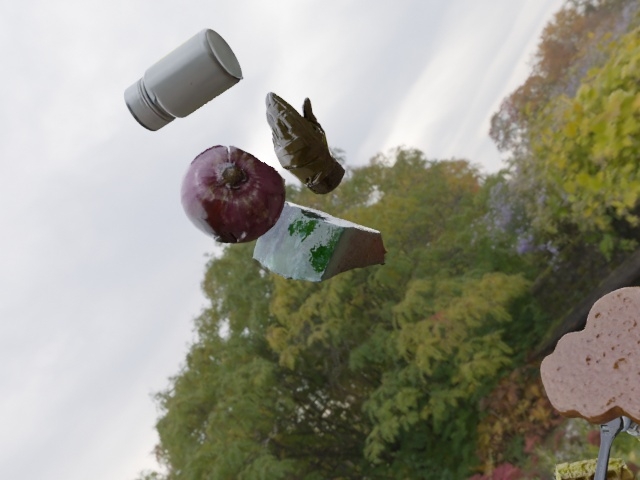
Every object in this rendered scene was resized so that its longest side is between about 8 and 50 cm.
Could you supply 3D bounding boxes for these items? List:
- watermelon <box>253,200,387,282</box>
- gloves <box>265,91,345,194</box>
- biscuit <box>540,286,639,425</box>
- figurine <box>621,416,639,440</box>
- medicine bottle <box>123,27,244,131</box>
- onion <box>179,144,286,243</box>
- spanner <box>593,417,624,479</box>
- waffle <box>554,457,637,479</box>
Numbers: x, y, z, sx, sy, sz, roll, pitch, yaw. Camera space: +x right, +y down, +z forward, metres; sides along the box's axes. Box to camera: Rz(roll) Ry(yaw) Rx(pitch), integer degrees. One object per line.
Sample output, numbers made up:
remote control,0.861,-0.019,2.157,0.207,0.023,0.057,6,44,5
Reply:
watermelon,-0.004,-0.013,1.616,0.302,0.264,0.151,-13,-66,-43
gloves,-0.055,-0.271,1.742,0.154,0.331,0.141,-14,38,35
biscuit,0.465,0.146,0.852,0.334,0.201,0.047,-33,-44,25
figurine,0.695,0.342,1.366,0.209,0.183,0.128,-35,-4,-34
medicine bottle,-0.322,-0.368,1.457,0.258,0.143,0.143,-29,-6,20
onion,-0.185,-0.084,1.273,0.200,0.207,0.200,-43,21,21
spanner,0.524,0.406,1.150,0.046,0.012,0.208,-154,68,-66
waffle,0.734,0.649,1.662,0.055,0.211,0.160,-92,-9,-55
